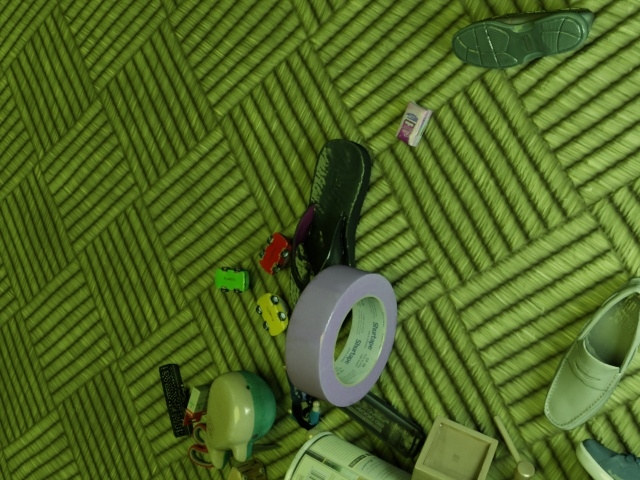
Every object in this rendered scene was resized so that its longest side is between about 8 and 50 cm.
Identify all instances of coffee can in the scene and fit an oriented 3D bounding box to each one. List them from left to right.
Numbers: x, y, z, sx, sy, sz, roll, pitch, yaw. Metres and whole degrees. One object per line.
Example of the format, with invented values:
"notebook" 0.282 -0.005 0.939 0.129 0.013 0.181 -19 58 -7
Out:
"coffee can" 0.085 0.541 1.660 0.275 0.201 0.202 19 103 35

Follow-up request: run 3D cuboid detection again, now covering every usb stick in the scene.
"usb stick" 0.103 0.366 1.738 0.278 0.045 0.077 31 102 31

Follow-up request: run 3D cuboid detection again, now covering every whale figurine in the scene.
"whale figurine" -0.194 0.428 1.913 0.216 0.141 0.272 60 139 38

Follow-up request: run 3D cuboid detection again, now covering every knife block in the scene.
"knife block" -0.219 0.690 1.956 0.242 0.088 0.276 -22 79 34

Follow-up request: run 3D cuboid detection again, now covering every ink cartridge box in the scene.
"ink cartridge box" -0.303 0.418 2.023 0.029 0.062 0.115 28 108 34

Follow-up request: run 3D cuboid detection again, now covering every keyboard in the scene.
"keyboard" -0.379 0.415 2.095 0.100 0.038 0.192 -23 79 34

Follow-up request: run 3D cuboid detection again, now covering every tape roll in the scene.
"tape roll" 0.047 0.191 1.630 0.090 0.274 0.275 14 100 35

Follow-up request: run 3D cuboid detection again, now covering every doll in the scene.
"doll" -0.037 0.372 1.834 0.129 0.046 0.189 -21 81 54

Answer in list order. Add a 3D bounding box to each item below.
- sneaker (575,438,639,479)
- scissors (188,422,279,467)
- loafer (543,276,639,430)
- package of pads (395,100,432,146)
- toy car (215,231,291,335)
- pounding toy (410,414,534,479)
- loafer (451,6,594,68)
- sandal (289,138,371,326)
"sneaker" 0.606 0.400 1.333 0.350 0.131 0.148 29 101 26
"scissors" -0.216 0.528 1.995 0.297 0.021 0.109 4 92 35
"loafer" 0.484 0.202 1.412 0.112 0.111 0.320 36 111 30
"package of pads" 0.191 -0.241 1.660 0.050 0.032 0.083 35 111 33
"toy car" -0.155 0.095 1.911 0.224 0.053 0.239 4 94 36
"pounding toy" 0.303 0.429 1.556 0.206 0.181 0.094 21 139 15
"loafer" 0.378 -0.383 1.504 0.267 0.084 0.096 3 125 40
"sandal" -0.002 -0.002 1.762 0.167 0.107 0.446 13 100 35
